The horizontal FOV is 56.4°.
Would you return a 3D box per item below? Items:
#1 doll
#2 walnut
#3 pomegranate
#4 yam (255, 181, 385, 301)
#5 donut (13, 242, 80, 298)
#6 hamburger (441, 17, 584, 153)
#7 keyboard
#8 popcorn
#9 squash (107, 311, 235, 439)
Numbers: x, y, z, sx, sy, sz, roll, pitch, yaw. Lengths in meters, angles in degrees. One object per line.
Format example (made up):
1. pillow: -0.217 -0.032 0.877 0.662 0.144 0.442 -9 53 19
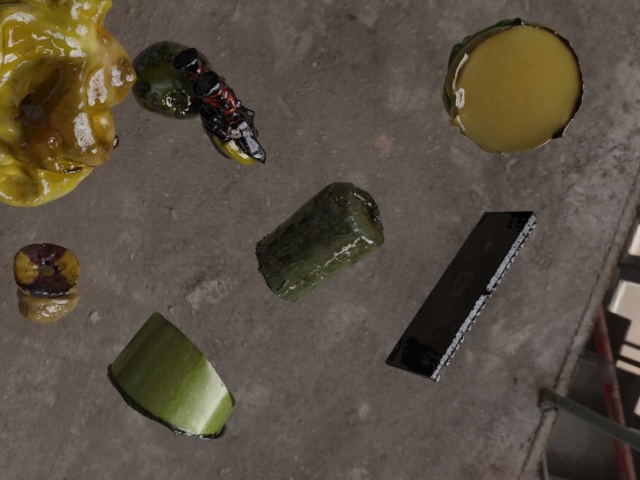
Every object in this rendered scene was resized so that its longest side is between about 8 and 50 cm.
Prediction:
1. doll: -0.152 -0.193 0.936 0.088 0.248 0.127 -16 70 6
2. walnut: -0.734 0.147 1.611 0.149 0.166 0.166 14 93 20
3. pomegranate: -0.247 -0.259 0.999 0.138 0.163 0.125 0 87 -18
4. yam: 0.000 0.000 1.439 0.300 0.195 0.195 -36 113 27
5. donut: -0.614 0.072 1.331 0.140 0.059 0.140 17 56 -27
6. hamburger: 0.320 -0.263 1.026 0.237 0.149 0.237 1 114 2
7. keyboard: 0.216 0.073 0.885 0.317 0.106 0.027 -50 120 -23
8. popcorn: -0.383 -0.221 0.764 0.297 0.281 0.316 -40 94 10
9. squash: -0.224 0.220 0.981 0.220 0.220 0.133 37 82 -21
